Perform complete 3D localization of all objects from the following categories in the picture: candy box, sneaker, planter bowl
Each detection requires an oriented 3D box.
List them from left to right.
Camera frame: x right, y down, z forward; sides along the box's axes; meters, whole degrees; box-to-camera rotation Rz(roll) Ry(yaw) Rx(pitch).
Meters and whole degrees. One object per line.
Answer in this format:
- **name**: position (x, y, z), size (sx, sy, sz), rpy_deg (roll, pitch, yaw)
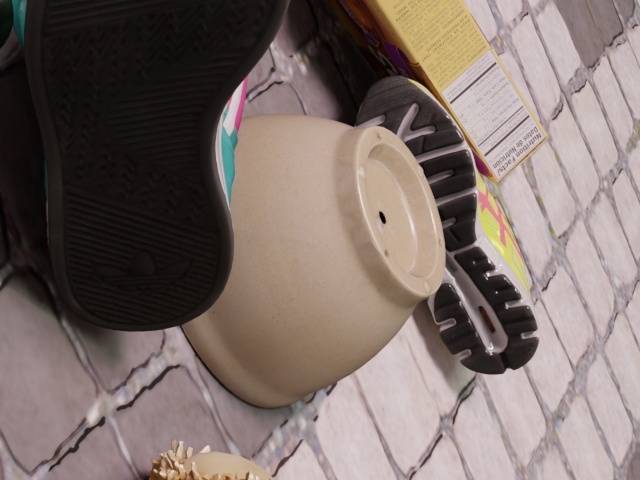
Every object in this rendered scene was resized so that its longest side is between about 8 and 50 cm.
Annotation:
- **sneaker**: position (-0.075, -0.117, 0.851), size (0.295, 0.124, 0.178), rpy_deg (103, -18, -47)
- **planter bowl**: position (0.000, 0.000, 1.026), size (0.162, 0.109, 0.162), rpy_deg (42, 39, -46)
- **candy box**: position (0.064, -0.132, 1.243), size (0.186, 0.053, 0.109), rpy_deg (54, -10, -33)
- **sneaker**: position (0.080, -0.016, 1.243), size (0.094, 0.081, 0.208), rpy_deg (-72, 141, -66)

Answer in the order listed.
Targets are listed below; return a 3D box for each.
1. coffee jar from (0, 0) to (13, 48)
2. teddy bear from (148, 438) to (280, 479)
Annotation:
- **coffee jar**: position (-0.194, -0.072, 0.732), size (0.096, 0.079, 0.184), rpy_deg (60, 28, -21)
- **teddy bear**: position (-0.031, 0.243, 0.832), size (0.245, 0.113, 0.338), rpy_deg (46, 27, -53)
